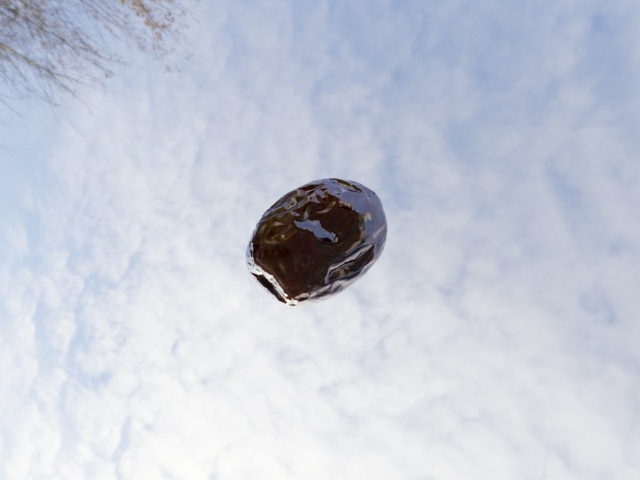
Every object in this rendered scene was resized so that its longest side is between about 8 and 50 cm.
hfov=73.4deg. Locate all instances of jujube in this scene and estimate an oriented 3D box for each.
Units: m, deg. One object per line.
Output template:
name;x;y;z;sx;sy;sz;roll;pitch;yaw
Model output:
jujube;0.000;0.000;0.700;0.183;0.243;0.184;35;-31;25
